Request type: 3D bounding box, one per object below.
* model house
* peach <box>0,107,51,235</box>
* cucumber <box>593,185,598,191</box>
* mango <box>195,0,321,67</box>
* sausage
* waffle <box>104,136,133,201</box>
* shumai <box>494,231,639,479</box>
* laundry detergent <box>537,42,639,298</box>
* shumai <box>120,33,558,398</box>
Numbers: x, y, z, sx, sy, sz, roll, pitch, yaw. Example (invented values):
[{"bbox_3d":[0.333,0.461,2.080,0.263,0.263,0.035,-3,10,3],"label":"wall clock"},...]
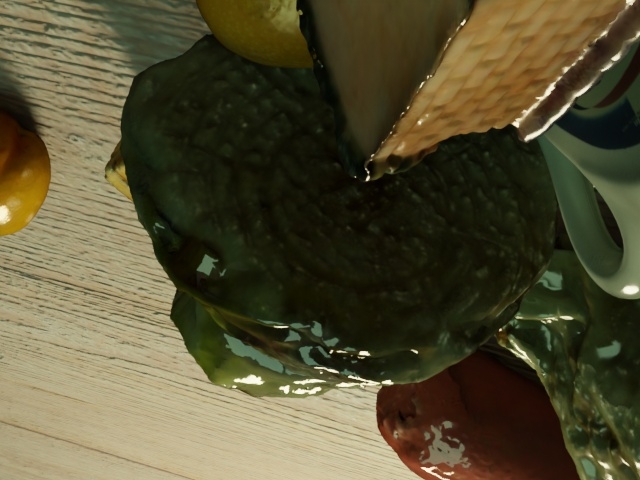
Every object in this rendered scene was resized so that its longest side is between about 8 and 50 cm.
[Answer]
[{"bbox_3d":[0.084,-0.149,0.446,0.172,0.182,0.166,-14,163,-18],"label":"model house"},{"bbox_3d":[-0.341,-0.071,0.948,0.138,0.138,0.138,14,142,11],"label":"peach"},{"bbox_3d":[0.150,-0.058,0.763,0.245,0.067,0.067,-12,131,35],"label":"cucumber"},{"bbox_3d":[0.028,-0.205,0.594,0.262,0.109,0.157,-21,96,26],"label":"mango"},{"bbox_3d":[0.187,0.211,1.001,0.280,0.152,0.152,31,142,-16],"label":"sausage"},{"bbox_3d":[-0.120,-0.056,0.868,0.148,0.102,0.042,42,143,-25],"label":"waffle"},{"bbox_3d":[0.258,0.116,0.803,0.222,0.225,0.260,4,101,39],"label":"shumai"},{"bbox_3d":[0.195,-0.075,0.533,0.105,0.280,0.215,-1,148,-21],"label":"laundry detergent"},{"bbox_3d":[0.000,0.000,0.748,0.304,0.309,0.263,-17,157,-23],"label":"shumai"}]
